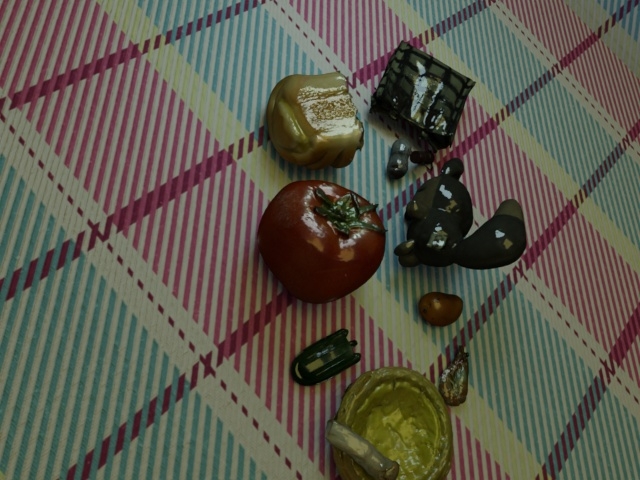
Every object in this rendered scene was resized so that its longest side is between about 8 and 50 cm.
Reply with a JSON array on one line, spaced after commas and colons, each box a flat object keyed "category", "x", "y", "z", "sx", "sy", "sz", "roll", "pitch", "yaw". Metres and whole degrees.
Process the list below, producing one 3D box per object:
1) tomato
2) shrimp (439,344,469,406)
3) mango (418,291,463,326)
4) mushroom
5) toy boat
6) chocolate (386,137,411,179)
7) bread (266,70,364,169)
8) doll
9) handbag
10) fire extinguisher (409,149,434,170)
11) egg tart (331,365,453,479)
[{"category": "tomato", "x": 0.000, "y": 0.000, "z": 1.321, "sx": 0.341, "sy": 0.273, "sz": 0.342, "roll": 15, "pitch": 50, "yaw": -18}, {"category": "shrimp", "x": 0.402, "y": 0.393, "z": 1.426, "sx": 0.091, "sy": 0.043, "sz": 0.184, "roll": 28, "pitch": 62, "yaw": -4}, {"category": "mango", "x": 0.374, "y": 0.206, "z": 1.473, "sx": 0.159, "sy": 0.084, "sz": 0.105, "roll": 0, "pitch": 74, "yaw": -20}, {"category": "mushroom", "x": 0.094, "y": 0.488, "z": 1.126, "sx": 0.202, "sy": 0.054, "sz": 0.059, "roll": 37, "pitch": 65, "yaw": 6}, {"category": "toy boat", "x": 0.016, "y": 0.318, "z": 1.310, "sx": 0.210, "sy": 0.052, "sz": 0.104, "roll": -24, "pitch": 80, "yaw": -26}, {"category": "chocolate", "x": 0.266, "y": -0.276, "z": 1.645, "sx": 0.072, "sy": 0.072, "sz": 0.167, "roll": 21, "pitch": 60, "yaw": -11}, {"category": "bread", "x": -0.024, "y": -0.354, "z": 1.502, "sx": 0.270, "sy": 0.211, "sz": 0.316, "roll": -14, "pitch": 69, "yaw": -15}, {"category": "doll", "x": 0.434, "y": -0.051, "z": 1.485, "sx": 0.378, "sy": 0.252, "sz": 0.382, "roll": 17, "pitch": 55, "yaw": 21}, {"category": "handbag", "x": 0.357, "y": -0.513, "z": 1.723, "sx": 0.325, "sy": 0.162, "sz": 0.327, "roll": 28, "pitch": 58, "yaw": -4}, {"category": "fire extinguisher", "x": 0.360, "y": -0.278, "z": 1.678, "sx": 0.157, "sy": 0.045, "sz": 0.078, "roll": -12, "pitch": 89, "yaw": -56}, {"category": "egg tart", "x": 0.173, "y": 0.500, "z": 1.243, "sx": 0.345, "sy": 0.132, "sz": 0.346, "roll": 8, "pitch": 67, "yaw": -18}]
